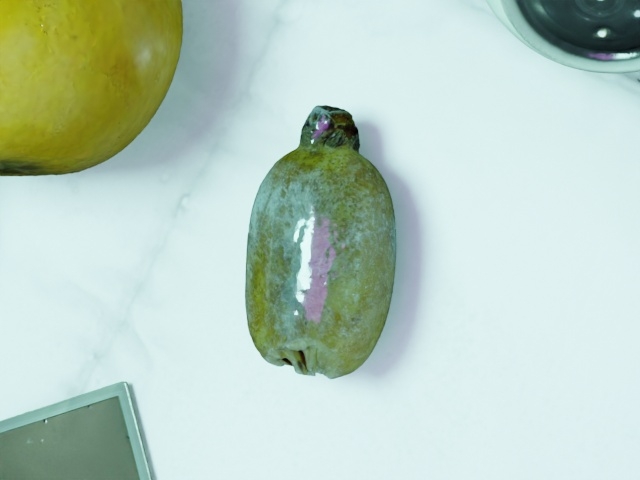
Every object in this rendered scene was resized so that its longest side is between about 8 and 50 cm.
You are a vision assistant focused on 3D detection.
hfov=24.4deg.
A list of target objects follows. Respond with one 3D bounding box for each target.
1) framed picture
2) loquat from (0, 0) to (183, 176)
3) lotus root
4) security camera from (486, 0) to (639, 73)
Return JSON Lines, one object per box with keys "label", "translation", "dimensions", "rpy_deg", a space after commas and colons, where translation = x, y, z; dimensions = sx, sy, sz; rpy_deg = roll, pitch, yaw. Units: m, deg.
{"label": "framed picture", "translation": [-0.211, 0.202, 1.170], "dimensions": [0.183, 0.011, 0.142], "rpy_deg": [-19, 81, 21]}
{"label": "loquat", "translation": [-0.230, -0.157, 1.056], "dimensions": [0.263, 0.263, 0.263], "rpy_deg": [-1, 88, 23]}
{"label": "lotus root", "translation": [0.000, 0.000, 1.047], "dimensions": [0.113, 0.088, 0.192], "rpy_deg": [5, 90, 29]}
{"label": "security camera", "translation": [0.184, -0.223, 0.917], "dimensions": [0.195, 0.194, 0.236], "rpy_deg": [8, 116, 23]}
